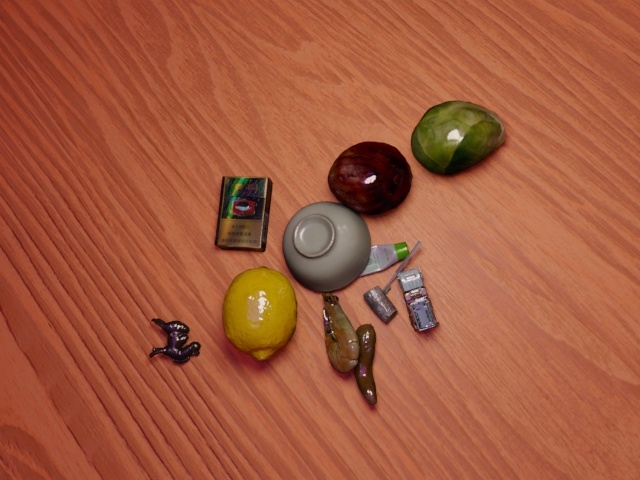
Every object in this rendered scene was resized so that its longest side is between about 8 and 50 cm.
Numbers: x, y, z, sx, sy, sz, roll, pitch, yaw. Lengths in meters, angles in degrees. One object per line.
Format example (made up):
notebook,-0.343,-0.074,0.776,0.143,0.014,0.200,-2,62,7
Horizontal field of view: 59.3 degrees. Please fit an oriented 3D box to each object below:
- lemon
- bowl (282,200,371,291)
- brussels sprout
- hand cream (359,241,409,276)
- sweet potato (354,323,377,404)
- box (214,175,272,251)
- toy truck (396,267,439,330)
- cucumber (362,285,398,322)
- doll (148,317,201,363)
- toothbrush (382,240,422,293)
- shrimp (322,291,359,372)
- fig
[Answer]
lemon,-0.178,0.213,1.663,0.233,0.233,0.289,-5,72,10
bowl,0.000,0.000,1.701,0.289,0.146,0.290,-5,73,17
brussels sprout,0.412,-0.310,1.677,0.271,0.219,0.210,-15,64,-13
hand cream,0.138,0.063,1.735,0.275,0.050,0.079,-17,47,12
sweet potato,0.131,0.360,1.645,0.062,0.081,0.233,3,74,-16
box,-0.247,-0.088,1.828,0.159,0.071,0.240,1,78,14
toy truck,0.280,0.169,1.630,0.080,0.115,0.178,-19,82,6
cucumber,0.179,0.191,1.682,0.064,0.064,0.112,-37,76,1
doll,-0.460,0.319,1.786,0.165,0.057,0.139,3,76,3
toothbrush,0.243,0.082,1.689,0.017,0.014,0.194,29,104,-12
shrimp,0.047,0.268,1.676,0.061,0.145,0.267,0,56,-33
fig,0.144,-0.185,1.703,0.262,0.224,0.224,8,79,14
